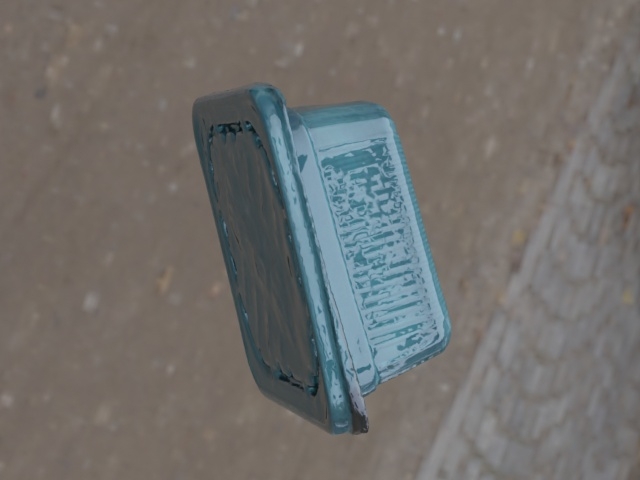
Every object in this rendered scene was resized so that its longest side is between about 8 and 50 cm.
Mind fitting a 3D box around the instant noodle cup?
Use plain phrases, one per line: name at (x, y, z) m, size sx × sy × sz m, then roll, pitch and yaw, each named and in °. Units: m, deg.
instant noodle cup at (0.000, 0.000, 0.826) m, size 0.179 × 0.070 × 0.157 m, roll -169°, pitch -117°, yaw -77°
